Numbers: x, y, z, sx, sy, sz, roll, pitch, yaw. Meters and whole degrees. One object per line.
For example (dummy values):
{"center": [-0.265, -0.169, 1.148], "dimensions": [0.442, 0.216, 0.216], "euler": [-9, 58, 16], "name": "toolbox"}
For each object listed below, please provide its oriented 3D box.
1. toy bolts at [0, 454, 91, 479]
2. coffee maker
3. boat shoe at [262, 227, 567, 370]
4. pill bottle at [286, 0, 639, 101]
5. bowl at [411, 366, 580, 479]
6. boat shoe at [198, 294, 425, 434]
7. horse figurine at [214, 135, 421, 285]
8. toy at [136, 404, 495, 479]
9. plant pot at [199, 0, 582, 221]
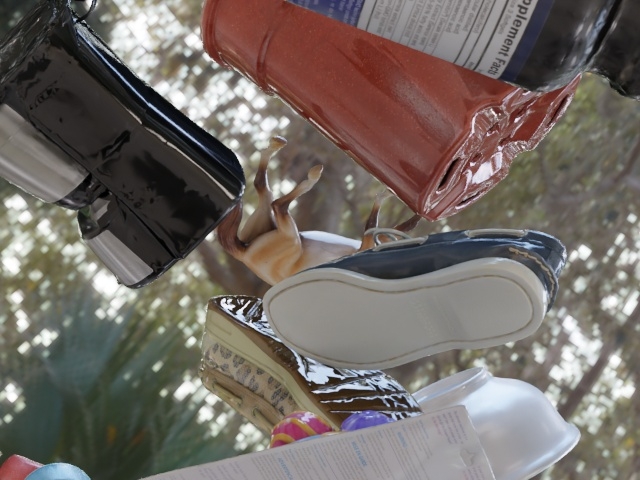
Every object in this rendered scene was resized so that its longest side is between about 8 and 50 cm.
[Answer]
{"center": [-0.264, 0.347, 1.455], "dimensions": [0.218, 0.228, 0.158], "euler": [12, -2, -23], "name": "toy bolts"}
{"center": [-0.136, -0.075, 0.951], "dimensions": [0.171, 0.120, 0.178], "euler": [-34, -59, 29], "name": "coffee maker"}
{"center": [0.069, 0.036, 1.085], "dimensions": [0.254, 0.079, 0.095], "euler": [-14, -67, 39], "name": "boat shoe"}
{"center": [0.080, -0.144, 0.679], "dimensions": [0.219, 0.123, 0.123], "euler": [20, -41, -1], "name": "pill bottle"}
{"center": [0.180, 0.256, 1.858], "dimensions": [0.298, 0.298, 0.134], "euler": [-25, -90, 49], "name": "bowl"}
{"center": [-0.008, 0.139, 1.176], "dimensions": [0.285, 0.104, 0.089], "euler": [37, -64, 49], "name": "boat shoe"}
{"center": [0.000, 0.000, 1.397], "dimensions": [0.263, 0.066, 0.174], "euler": [15, -61, -18], "name": "horse figurine"}
{"center": [-0.009, 0.153, 0.947], "dimensions": [0.237, 0.056, 0.137], "euler": [-17, -38, 7], "name": "toy"}
{"center": [0.078, -0.178, 1.288], "dimensions": [0.265, 0.272, 0.272], "euler": [46, -37, 17], "name": "plant pot"}
